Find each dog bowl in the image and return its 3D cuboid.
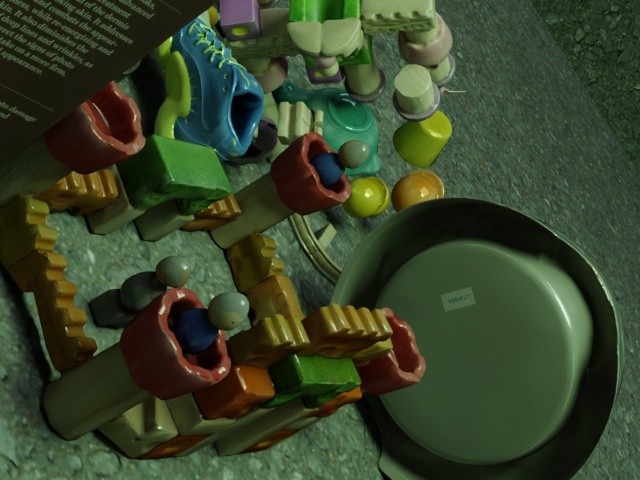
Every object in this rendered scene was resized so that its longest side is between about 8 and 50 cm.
[{"bbox_3d":[0.179,0.121,1.597,0.102,0.349,0.349,-10,72,-61],"label":"dog bowl"}]

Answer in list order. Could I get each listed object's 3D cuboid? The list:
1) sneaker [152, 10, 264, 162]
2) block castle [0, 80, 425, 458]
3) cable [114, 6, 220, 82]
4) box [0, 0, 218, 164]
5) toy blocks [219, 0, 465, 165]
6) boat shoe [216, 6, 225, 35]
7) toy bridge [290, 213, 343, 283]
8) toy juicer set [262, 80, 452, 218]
[{"bbox_3d":[-0.113,-0.181,1.557,0.091,0.126,0.240,24,59,-57],"label":"sneaker"},{"bbox_3d":[-0.082,0.023,1.345,0.453,0.213,0.303,10,54,-60],"label":"block castle"},{"bbox_3d":[-0.198,-0.275,1.621,0.139,0.072,0.287,59,24,-11],"label":"cable"},{"bbox_3d":[-0.235,-0.206,1.100,0.191,0.381,0.143,28,39,-49],"label":"box"},{"bbox_3d":[0.024,-0.212,1.738,0.260,0.288,0.309,65,24,-67],"label":"toy blocks"},{"bbox_3d":[-0.106,-0.315,1.872,0.045,0.050,0.135,56,24,-22],"label":"boat shoe"},{"bbox_3d":[0.000,0.000,1.752,0.188,0.026,0.063,55,26,-11],"label":"toy bridge"},{"bbox_3d":[0.018,-0.117,1.859,0.329,0.089,0.209,18,51,-21],"label":"toy juicer set"}]
